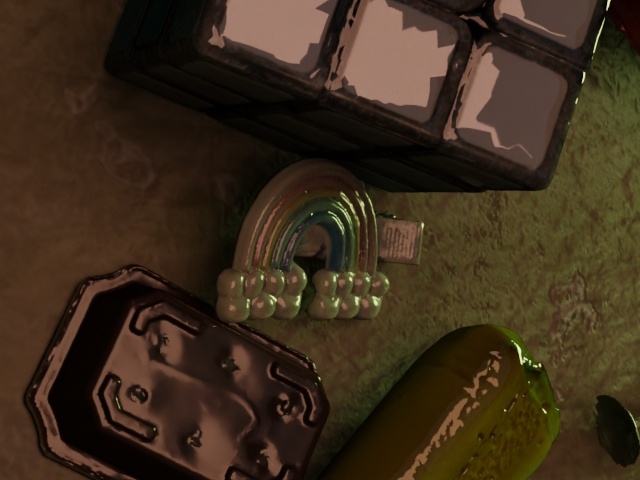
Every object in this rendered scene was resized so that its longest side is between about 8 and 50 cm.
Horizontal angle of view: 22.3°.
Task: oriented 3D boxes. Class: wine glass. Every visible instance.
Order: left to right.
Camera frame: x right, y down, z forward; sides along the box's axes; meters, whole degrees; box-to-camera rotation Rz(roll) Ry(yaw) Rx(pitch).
[{"bbox_3d":[0.381,0.143,1.563,0.262,0.074,0.074,-17,89,-28],"label":"wine glass"}]

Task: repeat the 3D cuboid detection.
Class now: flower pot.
[{"bbox_3d":[-0.100,0.132,1.324,0.251,0.084,0.179,30,70,-18],"label":"flower pot"}]

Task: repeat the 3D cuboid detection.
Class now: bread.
[{"bbox_3d":[0.054,0.231,1.362,0.383,0.112,0.166,-49,137,-21],"label":"bread"}]

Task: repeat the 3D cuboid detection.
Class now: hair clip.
[{"bbox_3d":[0.000,0.000,1.372,0.220,0.054,0.140,2,98,-45],"label":"hair clip"}]

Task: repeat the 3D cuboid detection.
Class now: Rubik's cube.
[{"bbox_3d":[0.039,-0.222,1.300,0.304,0.305,0.301,22,83,-18],"label":"Rubik's cube"}]

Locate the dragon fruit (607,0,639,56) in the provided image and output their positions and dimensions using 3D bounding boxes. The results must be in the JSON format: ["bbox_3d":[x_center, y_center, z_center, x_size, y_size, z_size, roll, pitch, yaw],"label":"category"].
[{"bbox_3d":[0.390,-0.293,1.547,0.371,0.249,0.386,-26,97,-42],"label":"dragon fruit"}]
